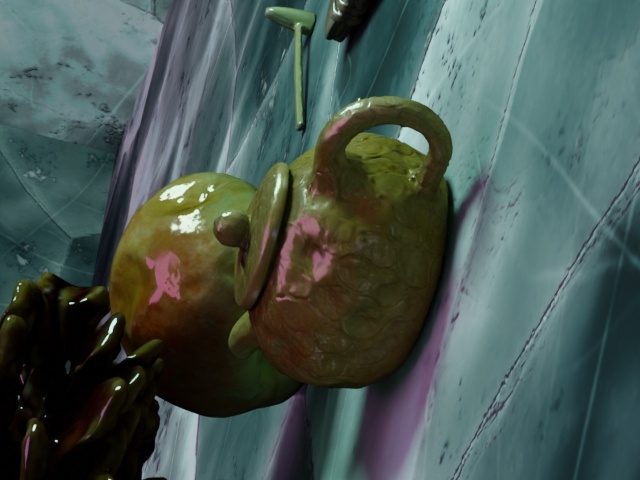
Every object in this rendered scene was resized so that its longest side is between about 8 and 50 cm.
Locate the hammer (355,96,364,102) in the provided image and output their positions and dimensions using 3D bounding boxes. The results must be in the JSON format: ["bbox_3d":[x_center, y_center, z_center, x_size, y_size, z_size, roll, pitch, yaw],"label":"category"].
[{"bbox_3d":[0.026,-0.059,1.795,0.062,0.017,0.182,127,156,-61],"label":"hammer"}]

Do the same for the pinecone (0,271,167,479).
[{"bbox_3d":[-0.304,0.215,1.542,0.398,0.397,0.398,-165,90,-78],"label":"pinecone"}]

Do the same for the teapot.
[{"bbox_3d":[0.000,0.000,1.467,0.311,0.167,0.203,117,164,-45],"label":"teapot"}]

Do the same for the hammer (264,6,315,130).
[{"bbox_3d":[-0.035,-0.202,2.180,0.028,0.060,0.195,117,159,-44],"label":"hammer"}]

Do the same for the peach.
[{"bbox_3d":[-0.092,0.042,1.730,0.235,0.214,0.214,48,127,45],"label":"peach"}]

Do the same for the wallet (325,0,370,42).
[{"bbox_3d":[0.039,-0.282,1.952,0.153,0.038,0.118,129,155,-61],"label":"wallet"}]
